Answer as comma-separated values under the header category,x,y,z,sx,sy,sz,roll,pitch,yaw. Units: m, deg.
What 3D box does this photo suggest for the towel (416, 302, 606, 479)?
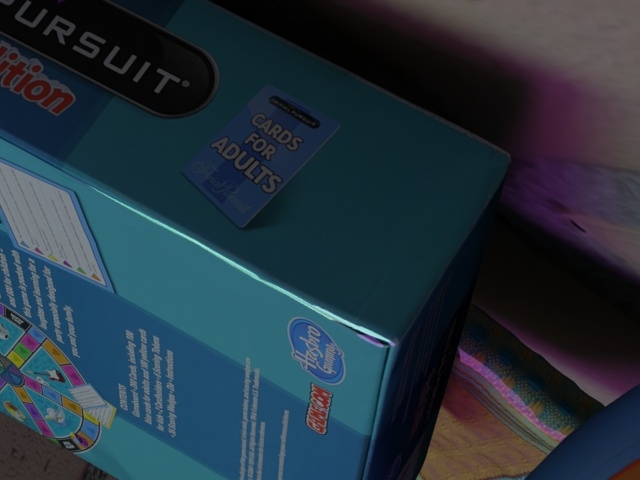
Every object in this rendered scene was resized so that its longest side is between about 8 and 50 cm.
category,x,y,z,sx,sy,sz,roll,pitch,yaw
towel,-0.008,0.048,0.813,0.370,0.040,0.271,39,158,-8

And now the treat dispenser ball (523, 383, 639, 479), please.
category,x,y,z,sx,sy,sz,roll,pitch,yaw
treat dispenser ball,0.169,0.168,0.545,0.288,0.288,0.288,26,171,5

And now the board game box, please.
category,x,y,z,sx,sy,sz,roll,pitch,yaw
board game box,-0.111,-0.017,0.670,0.336,0.079,0.254,28,154,11
